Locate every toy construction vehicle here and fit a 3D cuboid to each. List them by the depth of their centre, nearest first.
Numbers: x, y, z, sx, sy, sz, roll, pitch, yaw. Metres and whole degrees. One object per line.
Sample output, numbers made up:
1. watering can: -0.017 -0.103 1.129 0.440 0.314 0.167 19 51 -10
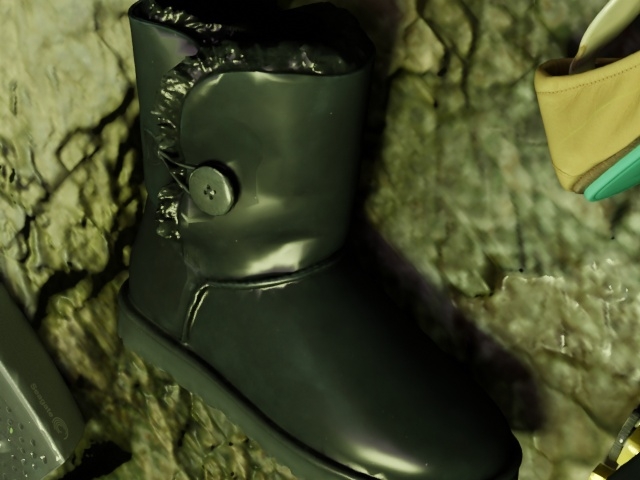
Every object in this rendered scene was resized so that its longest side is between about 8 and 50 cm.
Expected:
1. toy construction vehicle: 0.163 0.143 0.763 0.086 0.035 0.098 32 126 17

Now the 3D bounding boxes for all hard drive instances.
1. hard drive: -0.261 0.058 0.992 0.254 0.054 0.172 53 129 2

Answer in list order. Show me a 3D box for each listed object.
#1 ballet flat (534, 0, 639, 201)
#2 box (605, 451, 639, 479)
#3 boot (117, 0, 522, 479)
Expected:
1. ballet flat: 0.156 -0.086 0.611 0.232 0.080 0.073 -35 74 53
2. box: 0.201 0.245 0.523 0.293 0.395 0.212 40 134 0
3. boot: 0.000 0.000 0.764 0.246 0.094 0.207 28 129 27
